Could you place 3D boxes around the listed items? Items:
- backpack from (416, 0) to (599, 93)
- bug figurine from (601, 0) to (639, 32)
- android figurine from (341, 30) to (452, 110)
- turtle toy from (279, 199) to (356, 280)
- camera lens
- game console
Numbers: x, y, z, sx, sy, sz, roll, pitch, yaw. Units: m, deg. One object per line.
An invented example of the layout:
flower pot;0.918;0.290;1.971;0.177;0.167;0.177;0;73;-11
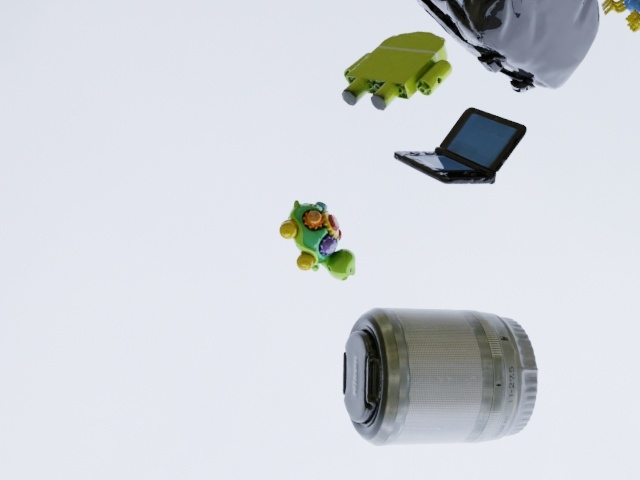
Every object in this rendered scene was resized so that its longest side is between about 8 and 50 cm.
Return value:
backpack;0.217;-0.412;1.162;0.355;0.290;0.273;41;-71;35
bug figurine;0.572;-0.427;1.281;0.072;0.279;0.216;30;-137;-16
android figurine;0.174;-0.383;1.815;0.248;0.056;0.273;16;-130;39
turtle toy;0.000;0.000;1.115;0.066;0.130;0.095;-25;-167;18
camera lens;0.185;0.222;1.341;0.274;0.219;0.219;3;-133;-17
game console;0.163;-0.116;0.972;0.107;0.071;0.122;-2;-160;-26
